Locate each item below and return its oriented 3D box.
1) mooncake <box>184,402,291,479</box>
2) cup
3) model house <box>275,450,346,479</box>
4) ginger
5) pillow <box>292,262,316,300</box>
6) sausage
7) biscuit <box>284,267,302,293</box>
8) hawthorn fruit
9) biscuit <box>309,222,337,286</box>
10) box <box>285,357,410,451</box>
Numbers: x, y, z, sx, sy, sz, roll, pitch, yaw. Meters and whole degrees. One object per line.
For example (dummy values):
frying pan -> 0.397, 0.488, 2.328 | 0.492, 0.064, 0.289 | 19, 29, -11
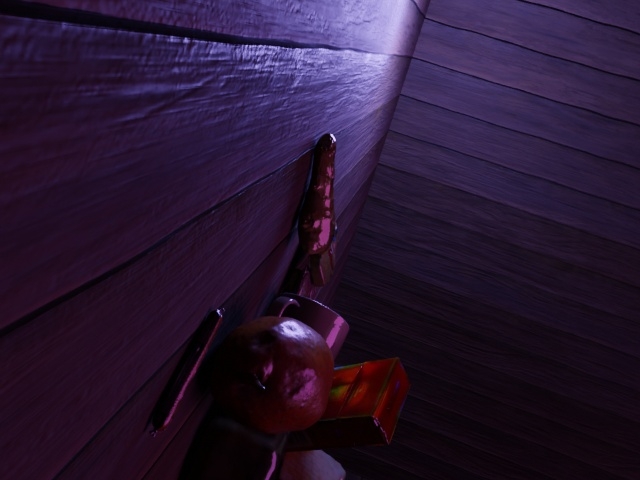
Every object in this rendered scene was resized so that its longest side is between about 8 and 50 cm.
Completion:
mooncake -> -0.158, 0.438, 1.049 | 0.290, 0.161, 0.291 | 19, 90, -85
cup -> -0.067, 0.239, 1.181 | 0.201, 0.191, 0.253 | -63, 149, -25
model house -> -0.123, 0.671, 1.250 | 0.312, 0.245, 0.280 | -41, -166, 22
ginger -> -0.004, -0.097, 1.143 | 0.131, 0.086, 0.295 | -46, 148, -51
pillow -> -0.043, 0.136, 1.357 | 0.185, 0.043, 0.118 | 72, 36, -65
sausage -> -0.181, 0.175, 0.716 | 0.198, 0.025, 0.028 | -65, -174, -33
biscuit -> -0.085, 0.163, 1.394 | 0.126, 0.025, 0.206 | -41, 150, -75
hawthorn fruit -> -0.085, 0.223, 0.872 | 0.262, 0.210, 0.211 | 60, 50, -72
biscuit -> 0.016, 0.009, 1.441 | 0.320, 0.047, 0.184 | -53, 140, -75
box -> 0.036, 0.386, 1.213 | 0.089, 0.313, 0.197 | 63, 33, -14
